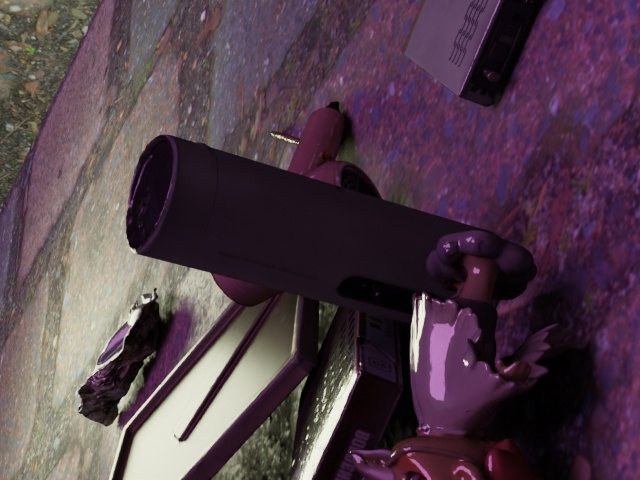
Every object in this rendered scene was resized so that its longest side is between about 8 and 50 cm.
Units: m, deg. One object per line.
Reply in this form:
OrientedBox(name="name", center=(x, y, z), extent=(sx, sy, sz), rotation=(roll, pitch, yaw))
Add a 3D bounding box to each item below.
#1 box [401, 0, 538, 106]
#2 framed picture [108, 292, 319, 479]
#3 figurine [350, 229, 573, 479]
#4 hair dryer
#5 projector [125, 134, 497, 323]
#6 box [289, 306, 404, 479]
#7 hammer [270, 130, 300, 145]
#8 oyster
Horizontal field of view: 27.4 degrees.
OrientedBox(name="box", center=(0.177, -0.283, 1.313), extent=(0.270, 0.045, 0.211), rotation=(-68, 23, 14))
OrientedBox(name="framed picture", center=(-0.137, 0.193, 1.568), extent=(0.446, 0.028, 0.326), rotation=(-49, 17, 26))
OrientedBox(name="figurine", center=(0.103, 0.188, 1.019), extent=(0.207, 0.166, 0.387), rotation=(116, 166, -69))
OrientedBox(name="hair dryer", center=(-0.006, -0.081, 1.519), extent=(0.189, 0.107, 0.344), rotation=(-28, 27, 29))
OrientedBox(name="projector", center=(0.000, 0.000, 1.160), extent=(0.108, 0.337, 0.108), rotation=(-41, 41, 49))
OrientedBox(name="box", center=(0.023, 0.145, 1.266), extent=(0.325, 0.047, 0.180), rotation=(-82, 14, -73))
OrientedBox(name="hammer", center=(-0.032, -0.143, 1.747), extent=(0.060, 0.028, 0.195), rotation=(-67, 21, 2))
OrientedBox(name="oyster", center=(-0.325, 0.189, 2.132), extent=(0.252, 0.087, 0.199), rotation=(-68, 12, -3))
